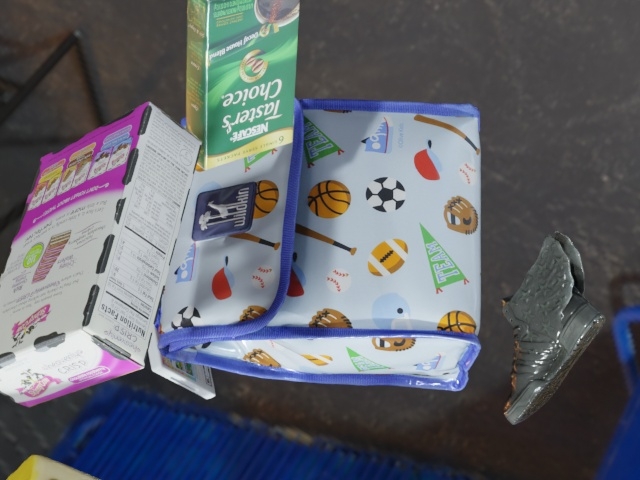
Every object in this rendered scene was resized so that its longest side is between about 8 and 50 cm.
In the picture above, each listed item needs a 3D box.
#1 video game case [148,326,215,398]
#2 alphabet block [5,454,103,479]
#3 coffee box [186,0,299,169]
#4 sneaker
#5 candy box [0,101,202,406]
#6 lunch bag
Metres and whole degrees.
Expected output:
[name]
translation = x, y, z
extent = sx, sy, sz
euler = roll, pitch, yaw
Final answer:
[video game case]
translation = -0.197, 0.124, 1.802
extent = 0.019, 0.157, 0.143
euler = -24, 150, 17
[alphabet block]
translation = -0.226, 0.339, 1.193
extent = 0.197, 0.192, 0.193
euler = 29, 124, -27
[coffee box]
translation = -0.076, -0.167, 1.307
extent = 0.040, 0.113, 0.184
euler = 38, 135, 40
[sneaker]
translation = 0.199, 0.083, 1.235
extent = 0.089, 0.051, 0.170
euler = 44, 119, 23
[candy box]
translation = -0.198, 0.012, 1.144
extent = 0.159, 0.233, 0.071
euler = -20, 135, 39
[lunch bag]
translation = 0.000, 0.000, 1.643
extent = 0.385, 0.328, 0.239
euler = 4, 156, 1
